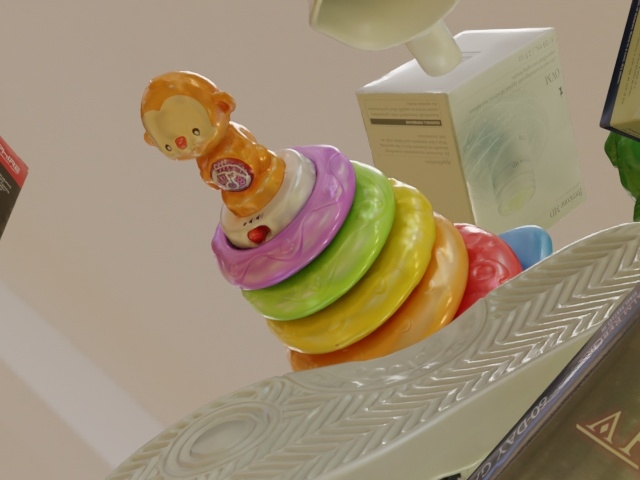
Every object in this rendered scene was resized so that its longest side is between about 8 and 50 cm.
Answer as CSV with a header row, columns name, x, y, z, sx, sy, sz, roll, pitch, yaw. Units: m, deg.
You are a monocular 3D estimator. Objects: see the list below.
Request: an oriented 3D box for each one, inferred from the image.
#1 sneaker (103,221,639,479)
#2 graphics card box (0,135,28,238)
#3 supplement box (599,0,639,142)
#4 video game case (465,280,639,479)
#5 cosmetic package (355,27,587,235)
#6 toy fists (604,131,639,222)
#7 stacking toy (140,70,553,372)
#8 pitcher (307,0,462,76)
name,x,y,z,sx,sy,sz,roll,pitch,yaw
sneaker,0.052,0.126,0.652,0.131,0.350,0.148,-124,-168,-70
graphics card box,-0.390,-0.035,1.226,0.094,0.371,0.233,-28,-62,17
supplement box,0.153,-0.073,0.502,0.083,0.056,0.083,-1,-107,70
video game case,0.125,0.143,0.495,0.196,0.026,0.274,35,-73,-10
cosmetic package,0.181,-0.106,1.644,0.138,0.224,0.224,6,-61,42
toy fists,0.431,-0.082,1.555,0.096,0.279,0.142,-30,-120,56
stacking toy,0.000,0.000,0.876,0.175,0.165,0.302,-22,-51,34
pitcher,0.002,-0.186,0.732,0.125,0.178,0.207,-32,-113,6
